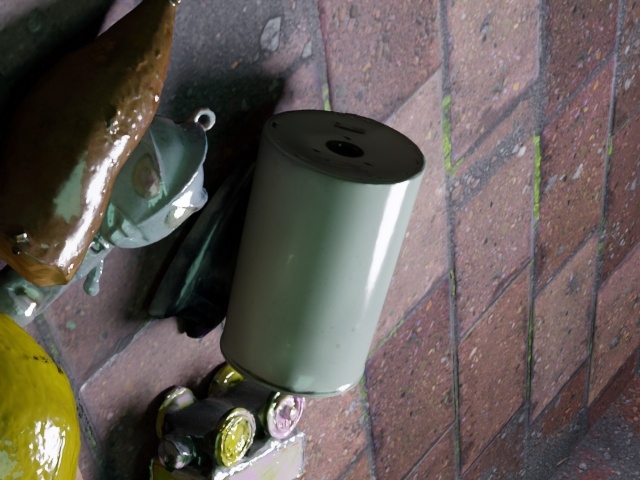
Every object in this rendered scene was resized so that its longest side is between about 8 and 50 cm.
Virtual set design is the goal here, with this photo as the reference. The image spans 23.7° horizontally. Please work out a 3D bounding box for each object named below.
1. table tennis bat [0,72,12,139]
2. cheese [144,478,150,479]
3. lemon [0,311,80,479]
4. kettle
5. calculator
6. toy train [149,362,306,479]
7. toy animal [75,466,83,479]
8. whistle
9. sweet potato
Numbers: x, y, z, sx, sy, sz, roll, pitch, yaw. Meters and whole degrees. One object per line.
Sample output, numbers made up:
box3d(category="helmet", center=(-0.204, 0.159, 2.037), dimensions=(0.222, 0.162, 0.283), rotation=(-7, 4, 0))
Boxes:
box3d(category="table tennis bat", center=(-0.336, -0.102, 1.500), dimensions=(0.087, 0.013, 0.156), rotation=(-39, 147, -36))
box3d(category="cheese", center=(-0.250, 0.361, 2.099), dimensions=(0.086, 0.036, 0.162), rotation=(-60, 154, -1))
box3d(category="lemon", center=(-0.369, 0.194, 1.454), dimensions=(0.297, 0.297, 0.297), rotation=(-40, 148, -32))
box3d(category="kettle", center=(-0.013, 0.002, 1.931), dimensions=(0.205, 0.265, 0.318), rotation=(-2, 120, -27))
box3d(category="calculator", center=(-0.117, 0.001, 1.957), dimensions=(0.268, 0.040, 0.177), rotation=(-62, 156, -4))
box3d(category="toy train", center=(-0.124, 0.278, 2.091), dimensions=(0.261, 0.134, 0.177), rotation=(-20, 119, -50))
box3d(category="toy animal", center=(-0.352, 0.325, 1.755), dimensions=(0.166, 0.154, 0.250), rotation=(-56, 163, -52))
box3d(category="whistle", center=(-0.241, -0.023, 1.639), dimensions=(0.346, 0.134, 0.142), rotation=(-44, 154, -8))
box3d(category="sweet potato", center=(-0.239, -0.123, 1.532), dimensions=(0.336, 0.131, 0.131), rotation=(-67, 155, -12))
